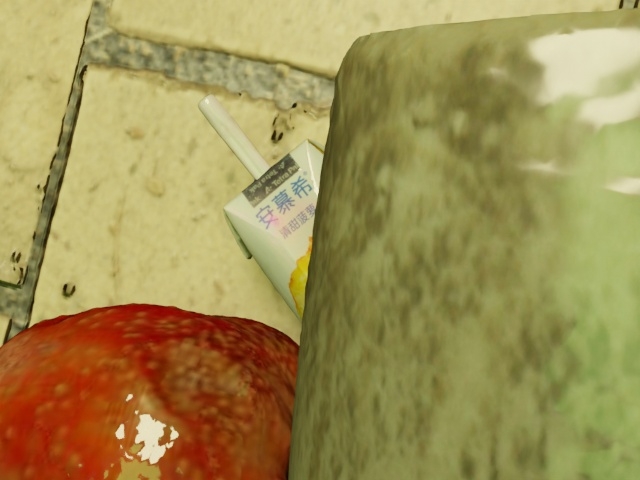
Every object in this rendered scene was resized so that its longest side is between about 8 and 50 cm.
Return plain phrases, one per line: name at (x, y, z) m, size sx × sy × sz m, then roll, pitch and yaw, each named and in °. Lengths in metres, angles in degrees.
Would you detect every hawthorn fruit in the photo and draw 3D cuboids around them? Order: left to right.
hawthorn fruit at (-0.112, 0.132, 0.572) m, size 0.253 × 0.205 × 0.205 m, roll -2°, pitch 87°, yaw 26°

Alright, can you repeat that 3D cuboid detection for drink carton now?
drink carton at (0.000, 0.000, 0.601) m, size 0.084 × 0.074 × 0.200 m, roll -39°, pitch 77°, yaw 9°

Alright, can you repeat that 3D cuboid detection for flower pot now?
flower pot at (0.116, 0.078, 0.425) m, size 0.294 × 0.293 × 0.330 m, roll -2°, pitch 98°, yaw 16°
